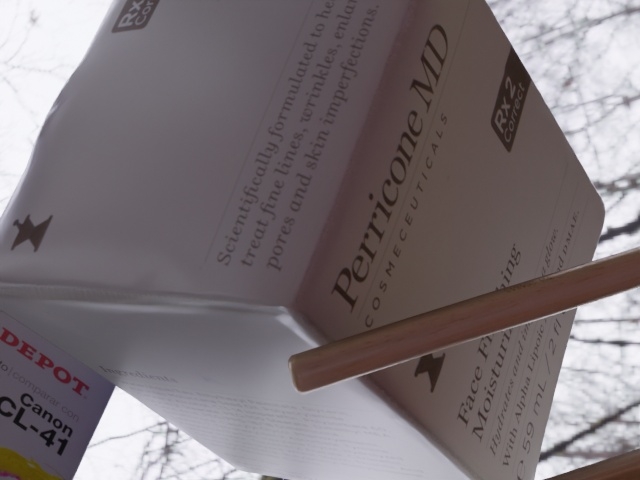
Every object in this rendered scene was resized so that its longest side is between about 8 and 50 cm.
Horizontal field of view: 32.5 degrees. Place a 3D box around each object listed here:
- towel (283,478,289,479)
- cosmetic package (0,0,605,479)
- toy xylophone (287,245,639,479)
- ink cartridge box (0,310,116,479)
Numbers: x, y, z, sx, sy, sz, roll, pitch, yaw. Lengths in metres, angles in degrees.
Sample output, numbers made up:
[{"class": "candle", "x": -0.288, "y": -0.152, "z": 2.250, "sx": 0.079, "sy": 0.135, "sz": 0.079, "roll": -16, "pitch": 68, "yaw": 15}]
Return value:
[{"class": "towel", "x": -0.023, "y": 0.102, "z": 0.886, "sx": 0.076, "sy": 0.308, "sz": 0.228, "roll": -21, "pitch": -97, "yaw": -5}, {"class": "cosmetic package", "x": 0.000, "y": 0.000, "z": 0.434, "sx": 0.184, "sy": 0.151, "sz": 0.151, "roll": 46, "pitch": -124, "yaw": -46}, {"class": "toy xylophone", "x": 0.106, "y": 0.112, "z": 0.335, "sx": 0.322, "sy": 0.081, "sz": 0.236, "roll": -24, "pitch": -59, "yaw": -3}, {"class": "ink cartridge box", "x": -0.305, "y": 0.170, "z": 0.768, "sx": 0.226, "sy": 0.131, "sz": 0.306, "roll": 38, "pitch": -145, "yaw": -16}]
